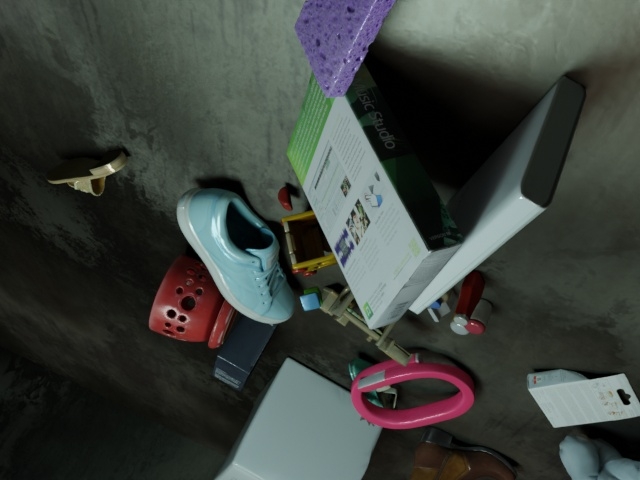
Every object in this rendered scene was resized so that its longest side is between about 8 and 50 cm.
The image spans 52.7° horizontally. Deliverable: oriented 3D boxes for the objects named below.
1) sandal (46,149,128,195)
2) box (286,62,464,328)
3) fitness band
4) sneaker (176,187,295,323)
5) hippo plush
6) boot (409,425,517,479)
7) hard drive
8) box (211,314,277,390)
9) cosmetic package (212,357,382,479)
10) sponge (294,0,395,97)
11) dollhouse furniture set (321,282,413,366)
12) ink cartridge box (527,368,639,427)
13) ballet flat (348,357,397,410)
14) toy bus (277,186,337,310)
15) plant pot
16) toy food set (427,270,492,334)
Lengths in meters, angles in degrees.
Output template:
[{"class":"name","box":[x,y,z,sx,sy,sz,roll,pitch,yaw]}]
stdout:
[{"class":"sandal","box":[-0.481,-0.128,1.364,0.240,0.088,0.079,-5,129,35]},{"class":"box","box":[0.056,-0.069,0.878,0.322,0.058,0.232,64,155,22]},{"class":"fitness band","box":[0.204,0.346,1.465,0.290,0.054,0.209,-23,127,30]},{"class":"sneaker","box":[-0.135,0.045,1.296,0.150,0.135,0.366,0,139,42]},{"class":"hippo plush","box":[0.614,0.446,1.250,0.294,0.234,0.236,18,129,-40]},{"class":"boot","box":[0.338,0.646,1.633,0.264,0.280,0.096,24,148,7]},{"class":"hard drive","box":[0.213,-0.044,0.835,0.040,0.203,0.307,31,148,-2]},{"class":"box","box":[-0.194,0.277,1.645,0.093,0.156,0.158,29,148,1]},{"class":"cosmetic package","box":[-0.068,0.596,1.833,0.327,0.329,0.394,30,147,-1]},{"class":"sponge","box":[0.033,-0.276,0.732,0.210,0.031,0.117,-54,51,53]},{"class":"dollhouse furniture set","box":[0.105,0.152,1.333,0.182,0.101,0.161,38,171,-16]},{"class":"ink cartridge box","box":[0.514,0.298,1.256,0.179,0.045,0.145,-20,125,28]},{"class":"ballet flat","box":[0.141,0.360,1.593,0.087,0.083,0.247,-11,135,13]},{"class":"toy bus","box":[-0.001,0.004,1.156,0.104,0.202,0.191,-14,128,7]},{"class":"plant pot","box":[-0.283,0.150,1.512,0.174,0.191,0.191,22,148,-2]},{"class":"toy food set","box":[0.225,0.113,1.139,0.111,0.105,0.232,0,138,38]}]
